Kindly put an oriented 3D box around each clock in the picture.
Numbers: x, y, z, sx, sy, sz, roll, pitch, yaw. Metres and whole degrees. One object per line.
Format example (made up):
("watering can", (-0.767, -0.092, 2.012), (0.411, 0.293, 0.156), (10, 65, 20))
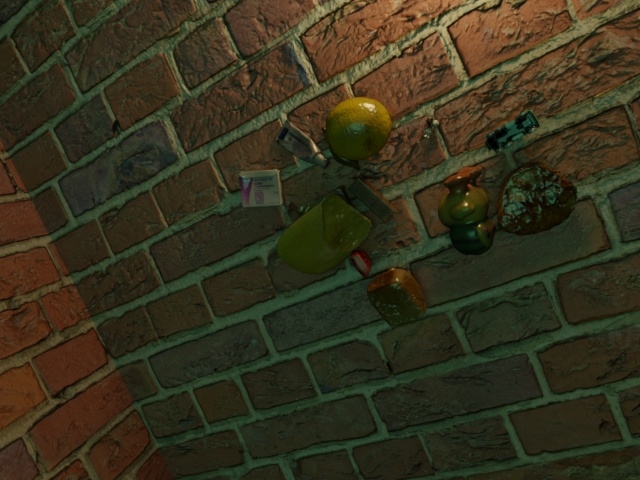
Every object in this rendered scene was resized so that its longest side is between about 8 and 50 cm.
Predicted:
("clock", (0.182, 0.097, 1.867), (0.061, 0.155, 0.113), (-35, 91, 12))

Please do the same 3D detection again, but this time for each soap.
("soap", (0.026, -0.136, 1.903), (0.233, 0.076, 0.135), (-25, 95, 20))
("soap", (0.000, 0.002, 1.868), (0.306, 0.115, 0.427), (29, 126, -26))

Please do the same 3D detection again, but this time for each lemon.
("lemon", (0.148, -0.445, 1.705), (0.268, 0.267, 0.267), (4, 103, 16))

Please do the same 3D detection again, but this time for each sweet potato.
("sweet potato", (0.073, -0.390, 1.842), (0.069, 0.059, 0.249), (-40, 85, 1))

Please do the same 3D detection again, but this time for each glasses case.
("glasses case", (0.226, -0.179, 1.844), (0.218, 0.049, 0.075), (43, 117, 4))

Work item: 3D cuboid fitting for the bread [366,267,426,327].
("bread", (0.335, 0.244, 1.844), (0.196, 0.176, 0.246), (-29, 107, 31))

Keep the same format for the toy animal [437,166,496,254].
("toy animal", (0.570, -0.106, 1.685), (0.191, 0.216, 0.338), (-8, 105, 46))

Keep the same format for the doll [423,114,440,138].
("doll", (0.441, -0.458, 1.722), (0.058, 0.040, 0.085), (37, 110, -5))

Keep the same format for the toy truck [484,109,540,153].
("toy truck", (0.718, -0.408, 1.607), (0.191, 0.116, 0.085), (-33, 91, 30))

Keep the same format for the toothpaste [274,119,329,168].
("toothpaste", (-0.077, -0.410, 1.886), (0.282, 0.068, 0.099), (40, 80, 15))

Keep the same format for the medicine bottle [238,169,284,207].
("medicine bottle", (-0.276, -0.242, 1.987), (0.201, 0.052, 0.171), (-1, 102, 16))

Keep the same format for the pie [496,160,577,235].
("pie", (0.821, -0.162, 1.644), (0.309, 0.085, 0.308), (2, 101, 12))
